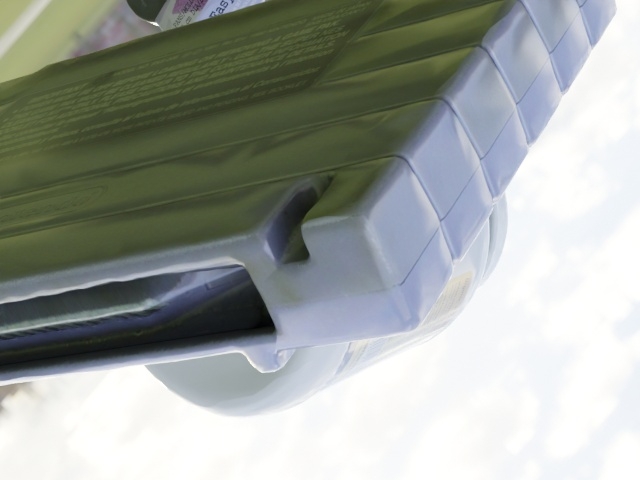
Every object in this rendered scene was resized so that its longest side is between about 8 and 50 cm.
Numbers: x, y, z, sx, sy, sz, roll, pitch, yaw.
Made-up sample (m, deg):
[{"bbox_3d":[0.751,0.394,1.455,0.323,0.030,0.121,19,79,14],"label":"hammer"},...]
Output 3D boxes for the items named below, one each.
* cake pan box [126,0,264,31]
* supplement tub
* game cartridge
[{"bbox_3d":[-0.111,-0.346,1.801,0.267,0.070,0.246,-54,-140,17],"label":"cake pan box"},{"bbox_3d":[0.000,0.000,1.386,0.228,0.228,0.316,-42,167,32],"label":"supplement tub"},{"bbox_3d":[-0.073,-0.022,0.679,0.355,0.068,0.230,-10,-157,35],"label":"game cartridge"}]
